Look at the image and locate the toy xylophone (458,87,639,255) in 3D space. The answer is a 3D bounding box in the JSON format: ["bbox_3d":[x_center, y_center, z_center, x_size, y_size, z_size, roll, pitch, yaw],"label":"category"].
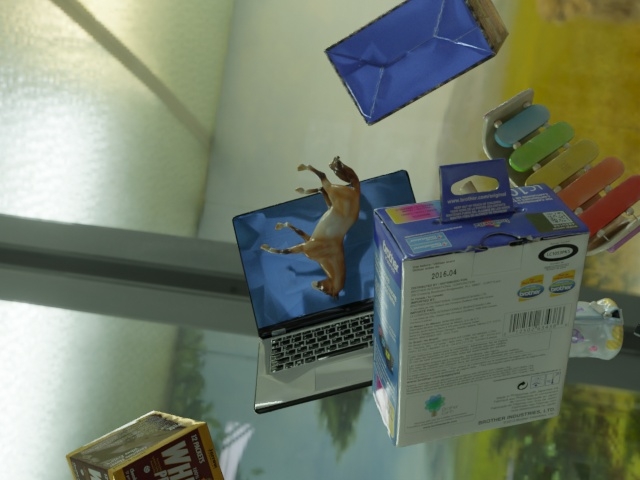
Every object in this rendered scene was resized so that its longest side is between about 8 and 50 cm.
[{"bbox_3d":[0.387,-0.092,1.518,0.236,0.322,0.081,-41,-15,-23],"label":"toy xylophone"}]

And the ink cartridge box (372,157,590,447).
[{"bbox_3d":[0.218,0.082,1.286,0.151,0.270,0.395,-115,20,-54],"label":"ink cartridge box"}]

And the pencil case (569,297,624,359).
[{"bbox_3d":[0.405,0.159,1.631,0.124,0.273,0.113,105,165,-76],"label":"pencil case"}]

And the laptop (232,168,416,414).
[{"bbox_3d":[0.031,0.084,1.729,0.408,0.382,0.236,-93,-14,-66],"label":"laptop"}]

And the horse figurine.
[{"bbox_3d":[0.006,-0.039,1.709,0.263,0.174,0.066,-65,-21,-6],"label":"horse figurine"}]

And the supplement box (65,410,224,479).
[{"bbox_3d":[-0.307,0.407,1.586,0.191,0.194,0.129,-23,-78,-37],"label":"supplement box"}]

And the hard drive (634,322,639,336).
[{"bbox_3d":[0.554,0.161,1.351,0.135,0.094,0.022,29,105,54],"label":"hard drive"}]

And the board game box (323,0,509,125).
[{"bbox_3d":[0.168,-0.328,1.487,0.141,0.232,0.291,59,-157,-9],"label":"board game box"}]
